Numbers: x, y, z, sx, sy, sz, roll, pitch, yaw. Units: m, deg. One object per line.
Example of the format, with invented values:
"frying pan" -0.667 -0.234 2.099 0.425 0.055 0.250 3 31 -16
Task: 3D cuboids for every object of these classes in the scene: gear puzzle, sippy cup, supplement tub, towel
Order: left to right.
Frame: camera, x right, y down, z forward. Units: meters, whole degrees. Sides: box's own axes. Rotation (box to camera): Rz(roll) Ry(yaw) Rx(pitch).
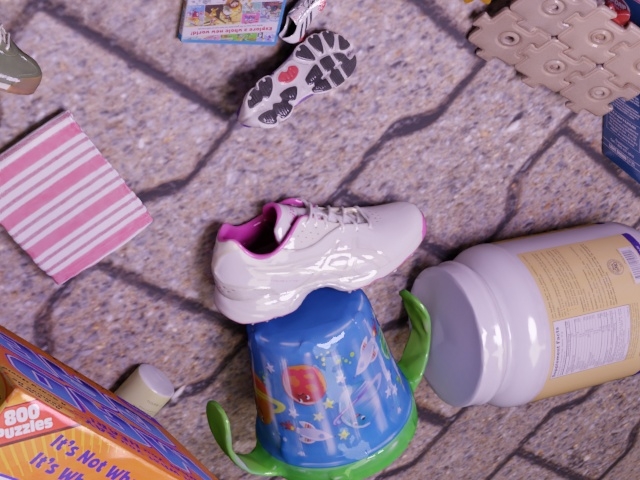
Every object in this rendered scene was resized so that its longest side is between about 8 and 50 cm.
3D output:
"towel" -0.299 -0.047 1.286 0.144 0.029 0.197 -35 132 -2
"sippy cup" 0.002 0.175 1.516 0.305 0.240 0.224 -57 142 -48
"supplement tub" 0.322 0.110 1.624 0.331 0.241 0.241 -10 129 -23
"gear puzzle" 0.286 -0.272 1.397 0.339 0.044 0.175 25 147 -25

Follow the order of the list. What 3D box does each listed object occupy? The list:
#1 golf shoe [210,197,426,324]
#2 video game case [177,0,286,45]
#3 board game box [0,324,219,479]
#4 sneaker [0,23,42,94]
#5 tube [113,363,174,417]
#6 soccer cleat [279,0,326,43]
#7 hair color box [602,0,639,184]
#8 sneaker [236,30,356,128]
"golf shoe" 0.000 0.000 1.441 0.306 0.115 0.140 -22 128 -17
"video game case" -0.087 -0.295 1.221 0.119 0.015 0.166 -4 126 -29
"board game box" -0.347 0.329 1.222 0.356 0.356 0.356 39 82 -33
"sneaker" -0.348 -0.215 1.094 0.192 0.064 0.086 22 116 -37
"tube" -0.296 0.271 1.517 0.070 0.062 0.240 44 105 -1
"soccer cleat" -0.020 -0.263 1.272 0.035 0.029 0.083 -12 140 -57
"hair color box" 0.491 -0.259 1.527 0.173 0.105 0.347 -24 133 -13
"sneaker" -0.033 -0.190 1.311 0.170 0.071 0.068 -35 101 -20
